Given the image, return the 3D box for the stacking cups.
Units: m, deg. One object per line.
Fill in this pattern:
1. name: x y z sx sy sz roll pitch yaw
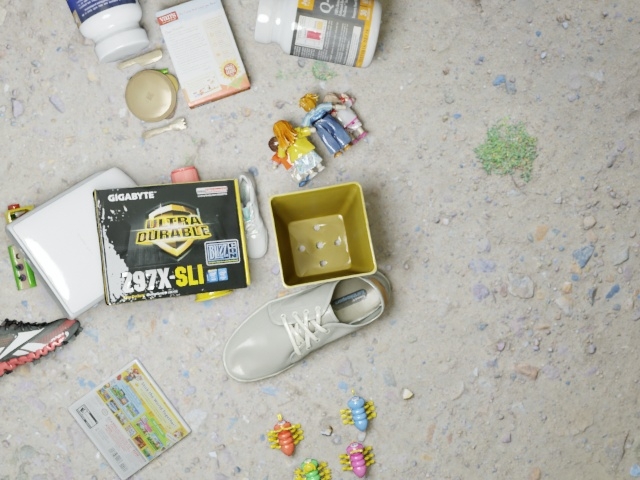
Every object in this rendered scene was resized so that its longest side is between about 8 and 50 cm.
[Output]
1. stacking cups: -0.297 -0.015 1.872 0.096 0.096 0.316 -16 91 -3

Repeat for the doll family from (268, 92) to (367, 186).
1. doll family: -0.015 -0.256 1.858 0.263 0.118 0.163 -39 95 -1

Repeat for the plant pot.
1. plant pot: 0.000 0.000 1.828 0.212 0.187 0.212 -10 82 -4

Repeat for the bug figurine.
1. bug figurine: 0.018 0.498 1.924 0.278 0.072 0.216 -18 94 -3

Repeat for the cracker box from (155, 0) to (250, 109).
1. cracker box: -0.276 -0.446 1.857 0.155 0.067 0.232 -19 95 -3

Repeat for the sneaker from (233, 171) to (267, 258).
1. sneaker: -0.175 -0.058 1.871 0.080 0.094 0.212 -12 94 -5

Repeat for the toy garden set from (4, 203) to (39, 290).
1. toy garden set: -0.624 -0.003 1.865 0.244 0.049 0.204 -12 94 -3

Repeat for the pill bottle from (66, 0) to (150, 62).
1. pill bottle: -0.499 -0.552 1.793 0.153 0.153 0.265 -23 94 -2

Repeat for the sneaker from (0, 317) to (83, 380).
1. sneaker: -0.703 0.232 1.848 0.276 0.097 0.135 -24 97 -1

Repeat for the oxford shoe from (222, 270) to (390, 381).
1. oxford shoe: -0.035 0.199 1.878 0.449 0.130 0.169 -27 96 -1

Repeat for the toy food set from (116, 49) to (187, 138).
1. toy food set: -0.399 -0.345 1.874 0.132 0.038 0.192 -16 99 4

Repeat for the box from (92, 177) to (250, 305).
1. box: -0.334 0.001 1.767 0.321 0.079 0.257 -6 88 -21

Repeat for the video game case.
1. video game case: -0.464 0.435 1.912 0.206 0.026 0.227 -36 94 -1

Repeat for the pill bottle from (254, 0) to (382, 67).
1. pill bottle: -0.006 -0.502 1.826 0.278 0.162 0.162 10 92 -5

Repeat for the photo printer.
1. photo printer: -0.515 -0.006 1.799 0.307 0.107 0.256 -36 99 -27
